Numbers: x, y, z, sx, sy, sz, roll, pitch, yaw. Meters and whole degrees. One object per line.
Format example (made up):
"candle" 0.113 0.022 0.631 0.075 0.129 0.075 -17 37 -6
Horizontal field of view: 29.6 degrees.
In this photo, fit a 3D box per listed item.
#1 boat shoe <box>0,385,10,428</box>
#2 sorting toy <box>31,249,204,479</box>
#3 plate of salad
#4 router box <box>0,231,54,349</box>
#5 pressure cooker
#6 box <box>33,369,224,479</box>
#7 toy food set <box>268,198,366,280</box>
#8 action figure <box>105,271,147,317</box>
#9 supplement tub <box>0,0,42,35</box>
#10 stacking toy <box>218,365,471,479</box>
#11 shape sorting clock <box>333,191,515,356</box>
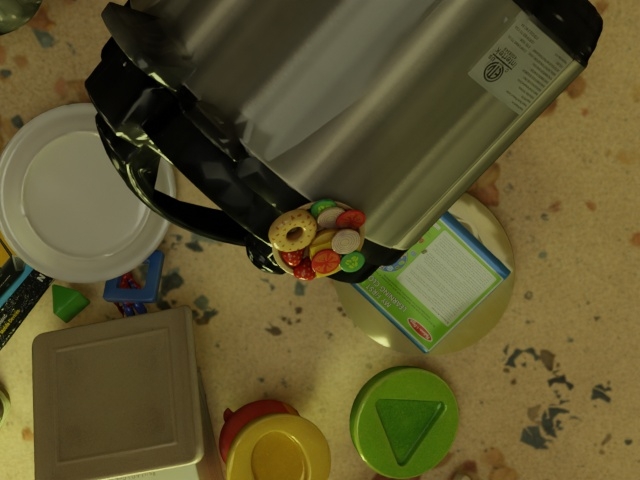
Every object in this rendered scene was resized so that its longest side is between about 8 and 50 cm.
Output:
"boat shoe" -0.442 0.273 1.464 0.080 0.073 0.223 26 107 -3
"sorting toy" -0.220 0.176 1.325 0.196 0.047 0.347 -13 63 9
"plate of salad" -0.260 -0.052 1.340 0.200 0.048 0.199 -3 100 -17
"router box" -0.375 0.026 1.397 0.133 0.046 0.179 37 106 -7
"pressure cooker" 0.001 -0.166 1.137 0.370 0.375 0.420 39 105 -10
"box" -0.217 0.265 1.419 0.181 0.119 0.182 -9 106 7
"toy food set" 0.000 0.000 1.016 0.083 0.020 0.083 -18 129 -4
"action figure" -0.220 0.074 1.409 0.038 0.030 0.115 -25 99 6
"supplement tub" -0.428 -0.282 1.224 0.338 0.207 0.207 -16 105 9
"stacking toy" 0.038 0.287 1.439 0.279 0.130 0.309 -28 107 -15
"shape sorting clock" 0.114 0.032 1.361 0.206 0.040 0.206 2 104 9
